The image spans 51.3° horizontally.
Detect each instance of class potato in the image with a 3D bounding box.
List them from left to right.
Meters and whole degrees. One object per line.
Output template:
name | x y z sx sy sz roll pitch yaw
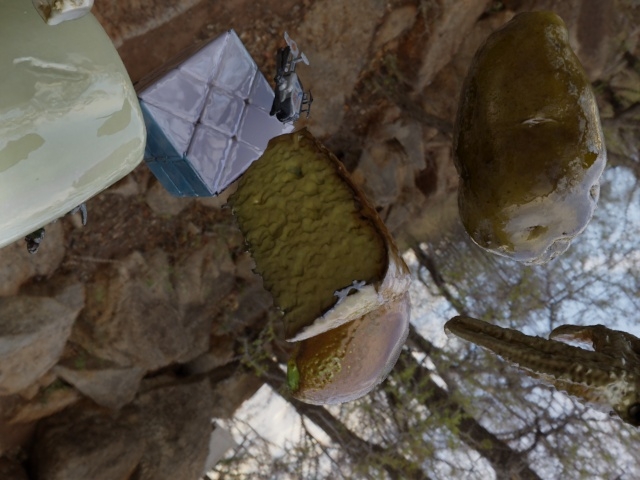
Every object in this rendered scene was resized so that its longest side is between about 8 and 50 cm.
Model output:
potato | 0.296 -0.148 0.957 0.196 0.369 0.176 -6 172 43

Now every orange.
orange | 0.067 0.170 1.290 0.262 0.196 0.334 -31 142 -81

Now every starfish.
starfish | 0.211 0.087 0.432 0.138 0.247 0.050 2 108 -53

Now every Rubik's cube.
Rubik's cube | -0.228 -0.232 1.258 0.221 0.231 0.225 -43 -157 -22

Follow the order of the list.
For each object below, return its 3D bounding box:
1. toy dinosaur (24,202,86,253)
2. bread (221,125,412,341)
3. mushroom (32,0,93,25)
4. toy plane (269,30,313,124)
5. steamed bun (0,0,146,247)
toy dinosaur | -0.542 -0.048 1.334 0.187 0.087 0.179 -51 -172 -37
bread | 0.007 0.008 0.665 0.129 0.134 0.260 -39 -139 9
mushroom | -0.415 -0.423 0.828 0.123 0.351 0.095 -45 -173 -4
toy plane | -0.053 -0.274 1.163 0.053 0.078 0.197 -10 -124 27
steamed bun | -0.499 -0.242 0.982 0.371 0.456 0.290 -39 168 -33
